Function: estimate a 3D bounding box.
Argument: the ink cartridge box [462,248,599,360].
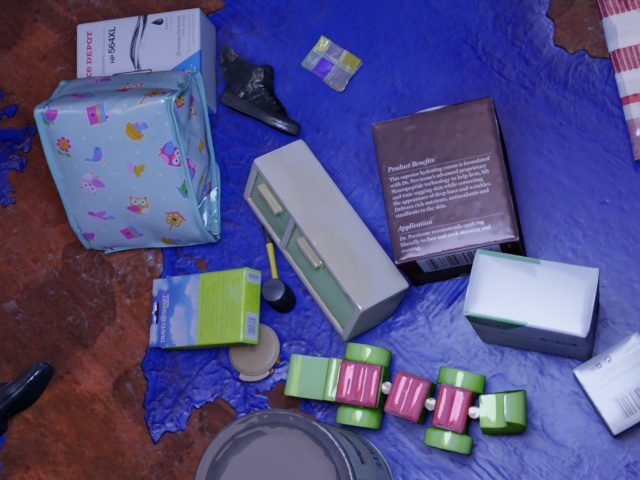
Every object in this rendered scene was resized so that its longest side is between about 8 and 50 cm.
[{"bbox_3d":[0.278,0.088,1.483,0.154,0.212,0.093,9,77,17],"label":"ink cartridge box"}]

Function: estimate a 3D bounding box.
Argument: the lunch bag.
[{"bbox_3d":[-0.269,-0.106,1.683,0.223,0.160,0.262,-4,118,12],"label":"lunch bag"}]

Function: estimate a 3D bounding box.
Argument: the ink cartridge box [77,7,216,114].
[{"bbox_3d":[-0.268,-0.264,1.765,0.203,0.086,0.148,-6,76,12],"label":"ink cartridge box"}]

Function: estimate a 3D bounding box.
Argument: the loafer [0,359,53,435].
[{"bbox_3d":[-0.475,0.235,1.718,0.170,0.062,0.061,-43,67,0],"label":"loafer"}]

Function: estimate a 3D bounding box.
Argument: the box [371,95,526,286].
[{"bbox_3d":[0.179,-0.061,1.564,0.168,0.167,0.203,-11,75,12],"label":"box"}]

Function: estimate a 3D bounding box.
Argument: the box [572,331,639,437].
[{"bbox_3d":[0.398,0.189,1.494,0.101,0.087,0.102,-32,71,5],"label":"box"}]

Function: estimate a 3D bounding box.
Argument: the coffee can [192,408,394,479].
[{"bbox_3d":[-0.024,0.328,1.469,0.202,0.275,0.201,-3,76,13],"label":"coffee can"}]

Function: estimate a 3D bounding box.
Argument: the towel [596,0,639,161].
[{"bbox_3d":[0.518,-0.288,1.587,0.237,0.037,0.329,-12,79,11],"label":"towel"}]

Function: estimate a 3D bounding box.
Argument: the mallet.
[{"bbox_3d":[-0.075,0.011,1.666,0.039,0.062,0.189,-15,74,10],"label":"mallet"}]

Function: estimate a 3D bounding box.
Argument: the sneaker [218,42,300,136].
[{"bbox_3d":[-0.090,-0.227,1.730,0.170,0.051,0.089,26,89,21],"label":"sneaker"}]

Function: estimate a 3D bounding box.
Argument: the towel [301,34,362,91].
[{"bbox_3d":[0.017,-0.268,1.735,0.083,0.009,0.060,37,89,18],"label":"towel"}]

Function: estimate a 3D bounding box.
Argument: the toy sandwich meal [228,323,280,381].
[{"bbox_3d":[-0.093,0.162,1.656,0.086,0.029,0.085,-5,72,15],"label":"toy sandwich meal"}]

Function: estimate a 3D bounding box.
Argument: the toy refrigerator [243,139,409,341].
[{"bbox_3d":[0.000,0.000,1.613,0.094,0.102,0.269,-26,70,-26],"label":"toy refrigerator"}]

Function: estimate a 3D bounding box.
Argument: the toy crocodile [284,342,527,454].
[{"bbox_3d":[0.113,0.210,1.551,0.341,0.105,0.115,12,80,17],"label":"toy crocodile"}]

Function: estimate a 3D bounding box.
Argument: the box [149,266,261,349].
[{"bbox_3d":[-0.167,0.101,1.655,0.178,0.042,0.109,-8,74,36],"label":"box"}]
